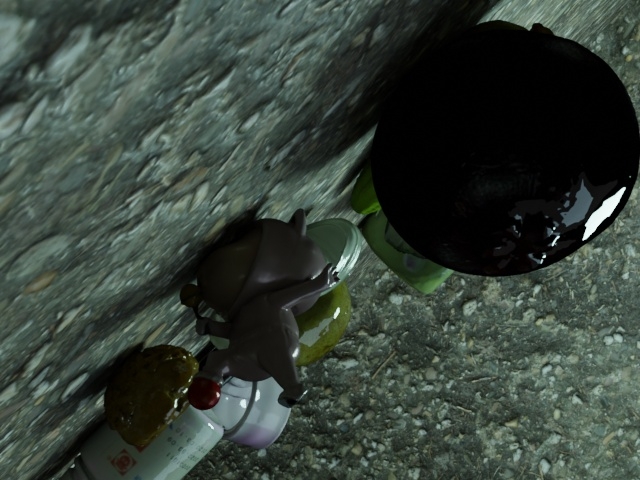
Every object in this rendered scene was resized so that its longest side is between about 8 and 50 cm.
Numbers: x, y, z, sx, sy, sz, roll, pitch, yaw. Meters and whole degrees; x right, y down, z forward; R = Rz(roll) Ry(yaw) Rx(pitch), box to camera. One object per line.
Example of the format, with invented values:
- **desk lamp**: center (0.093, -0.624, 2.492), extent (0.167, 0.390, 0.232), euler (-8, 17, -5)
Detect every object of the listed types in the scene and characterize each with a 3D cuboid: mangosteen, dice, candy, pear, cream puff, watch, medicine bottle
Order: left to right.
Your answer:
- **medicine bottle**: center (-0.325, 0.381, 1.486), extent (0.293, 0.170, 0.170), euler (-44, 172, -8)
- **cream puff**: center (-0.250, 0.220, 1.241), extent (0.150, 0.115, 0.165), euler (-42, -176, 32)
- **watch**: center (-0.184, 0.360, 1.848), extent (0.248, 0.211, 0.217), euler (-59, -147, 7)
- **pear**: center (-0.047, 0.141, 1.594), extent (0.228, 0.188, 0.211), euler (-43, 159, -15)
- **candy**: center (0.119, -0.115, 1.497), extent (0.097, 0.097, 0.209), euler (-36, 172, -48)
- **dice**: center (0.275, -0.030, 2.156), extent (0.252, 0.250, 0.254), euler (-48, 172, 14)
- **mangosteen**: center (0.263, -0.158, 1.247), extent (0.382, 0.382, 0.435), euler (126, -27, -48)

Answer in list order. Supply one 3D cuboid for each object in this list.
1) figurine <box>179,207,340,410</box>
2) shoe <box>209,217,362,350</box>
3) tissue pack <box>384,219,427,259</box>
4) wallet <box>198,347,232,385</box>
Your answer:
- **figurine**: center (-0.087, 0.086, 1.121), extent (0.176, 0.186, 0.287), euler (-39, -145, 51)
- **shoe**: center (-0.061, 0.057, 1.386), extent (0.316, 0.124, 0.159), euler (-43, 165, -11)
- **tissue pack**: center (0.286, -0.106, 1.811), extent (0.394, 0.124, 0.288), euler (3, 107, -66)
- **wallet**: center (-0.200, 0.253, 1.768), extent (0.250, 0.044, 0.149), euler (-41, -160, -11)
